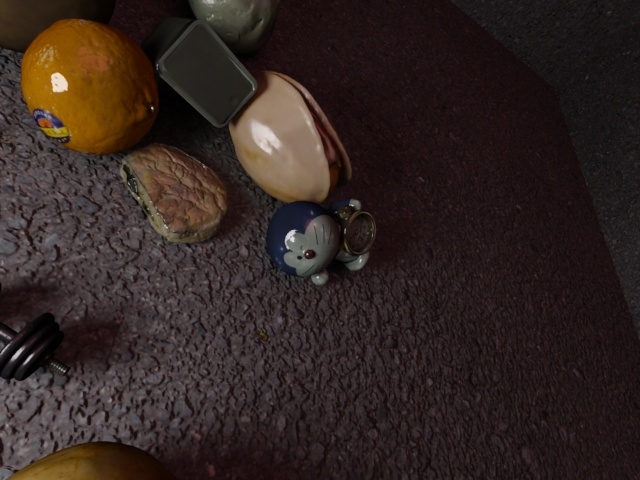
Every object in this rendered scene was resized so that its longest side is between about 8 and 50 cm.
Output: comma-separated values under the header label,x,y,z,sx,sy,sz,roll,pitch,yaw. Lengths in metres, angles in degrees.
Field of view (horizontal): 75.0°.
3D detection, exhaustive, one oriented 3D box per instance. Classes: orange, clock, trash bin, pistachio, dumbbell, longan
label,x,y,z,sx,sy,sz,roll,pitch,yaw
orange,-0.384,-0.256,0.713,0.219,0.193,0.219,1,90,-73
clock,0.000,0.000,0.888,0.243,0.147,0.199,1,106,-41
trash bin,-0.254,-0.351,0.845,0.164,0.122,0.240,42,3,-42
pistachio,-0.069,-0.221,0.921,0.309,0.230,0.230,50,46,-2
dumbbell,-0.420,0.113,0.541,0.208,0.099,0.099,37,47,-10
longan,-0.503,-0.464,0.711,0.297,0.297,0.297,18,54,-27

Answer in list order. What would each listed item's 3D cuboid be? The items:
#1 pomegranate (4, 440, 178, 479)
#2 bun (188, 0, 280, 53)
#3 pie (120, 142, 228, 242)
label,x,y,z,sx,sy,sz,roll,pitch,yaw
pomegranate,-0.250,0.345,0.426,0.261,0.260,0.260,18,54,-27
bun,-0.198,-0.643,1.069,0.293,0.187,0.293,15,71,-52
pie,-0.268,-0.098,0.816,0.185,0.052,0.218,-25,78,-41
